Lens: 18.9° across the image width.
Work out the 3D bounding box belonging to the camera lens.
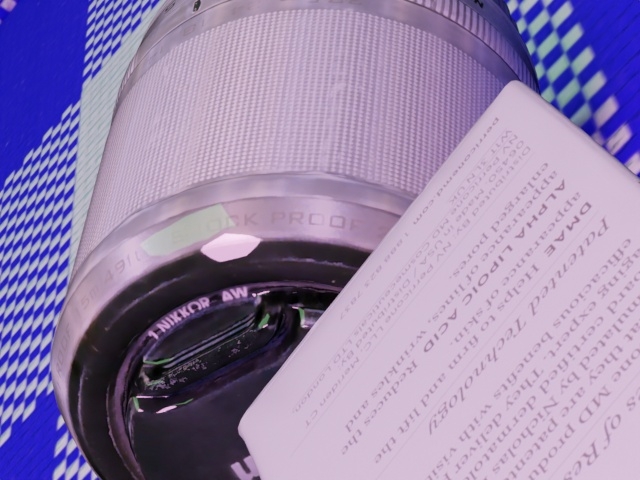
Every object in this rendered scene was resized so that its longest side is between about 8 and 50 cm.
[{"bbox_3d":[0.000,0.000,0.908,0.219,0.219,0.274,-40,26,32],"label":"camera lens"}]

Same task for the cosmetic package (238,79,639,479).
[{"bbox_3d":[0.133,0.120,0.483,0.156,0.217,0.385,-53,24,7],"label":"cosmetic package"}]
